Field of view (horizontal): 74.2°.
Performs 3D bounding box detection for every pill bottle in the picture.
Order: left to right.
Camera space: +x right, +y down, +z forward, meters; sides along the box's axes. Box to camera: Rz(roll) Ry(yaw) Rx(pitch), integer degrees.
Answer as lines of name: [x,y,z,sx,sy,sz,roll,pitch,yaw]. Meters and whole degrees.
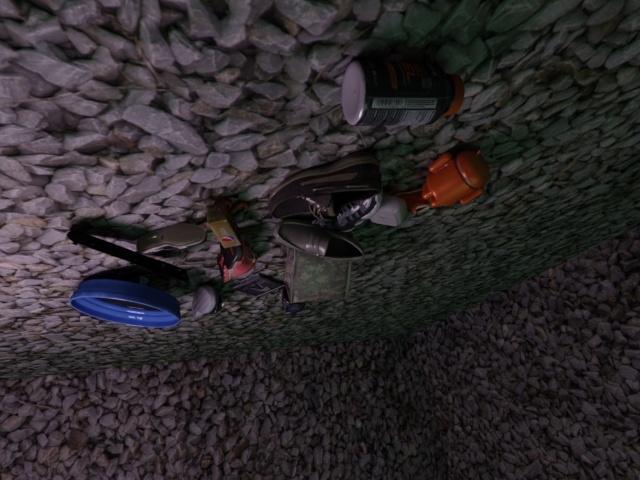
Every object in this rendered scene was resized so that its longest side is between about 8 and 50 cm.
pill bottle: [-0.126,0.279,2.034,0.123,0.122,0.219,-9,159,-9]
pill bottle: [0.179,-0.311,0.901,0.246,0.130,0.130,-5,155,-17]

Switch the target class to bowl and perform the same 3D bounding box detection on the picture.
bowl: [-0.728,0.243,1.610,0.391,0.077,0.391,4,154,2]
bowl: [0.211,-0.096,1.403,0.142,0.053,0.142,13,158,20]

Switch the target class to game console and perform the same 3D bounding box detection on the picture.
game console: [-0.595,0.049,1.313,0.213,0.044,0.361,7,163,47]

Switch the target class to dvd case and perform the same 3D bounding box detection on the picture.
dvd case: [-0.283,0.206,1.934,0.165,0.018,0.221,-24,153,20]

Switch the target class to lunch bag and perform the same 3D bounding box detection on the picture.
lunch bag: [-0.009,0.080,1.599,0.235,0.169,0.287,-2,125,-15]

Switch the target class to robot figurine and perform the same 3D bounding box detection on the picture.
robot figurine: [0.416,-0.188,1.290,0.219,0.158,0.128,-34,170,39]

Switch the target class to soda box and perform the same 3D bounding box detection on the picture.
soda box: [-0.292,-0.043,1.287,0.058,0.061,0.181,-12,155,-1]

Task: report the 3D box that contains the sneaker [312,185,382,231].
sneaker: [0.075,-0.103,1.332,0.153,0.101,0.268,-2,156,-29]

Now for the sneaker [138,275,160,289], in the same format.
sneaker: [-0.659,0.172,1.636,0.076,0.065,0.166,-14,165,-27]

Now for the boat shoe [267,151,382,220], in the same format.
boat shoe: [0.008,-0.130,1.208,0.355,0.130,0.132,-22,154,19]

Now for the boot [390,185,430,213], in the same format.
boot: [0.288,-0.122,1.425,0.158,0.084,0.059,-17,158,14]

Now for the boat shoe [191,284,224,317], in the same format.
boat shoe: [-0.485,0.262,1.866,0.119,0.121,0.335,-9,168,-28]

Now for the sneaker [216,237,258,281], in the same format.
sneaker: [-0.287,0.052,1.519,0.136,0.115,0.314,-14,165,-24]

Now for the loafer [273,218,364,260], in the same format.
loafer: [0.000,0.000,1.434,0.320,0.112,0.111,14,-179,-17]

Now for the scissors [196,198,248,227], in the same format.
scissors: [-0.347,-0.052,1.333,0.297,0.021,0.109,-32,151,34]

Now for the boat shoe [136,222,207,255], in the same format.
boat shoe: [-0.454,0.002,1.325,0.233,0.084,0.079,-11,154,14]
